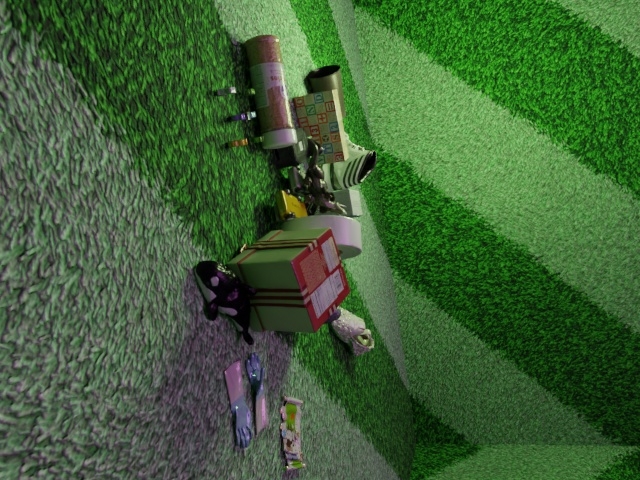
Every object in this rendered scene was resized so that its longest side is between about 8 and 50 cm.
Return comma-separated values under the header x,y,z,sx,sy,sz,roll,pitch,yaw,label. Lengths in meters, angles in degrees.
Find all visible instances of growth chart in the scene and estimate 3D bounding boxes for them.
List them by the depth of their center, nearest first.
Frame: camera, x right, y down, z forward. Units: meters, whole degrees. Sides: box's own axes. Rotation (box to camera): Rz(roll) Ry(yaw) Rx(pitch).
x,y,z,sx,sy,sz,roll,pitch,yaw,label
-0.091,0.628,1.561,0.172,0.021,0.237,36,49,-65,growth chart

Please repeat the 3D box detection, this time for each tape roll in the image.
x,y,z,sx,sy,sz,roll,pitch,yaw,label
0.000,0.000,1.660,0.286,0.287,0.100,34,51,-67,tape roll

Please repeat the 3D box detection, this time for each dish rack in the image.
x,y,z,sx,sy,sz,roll,pitch,yaw,label
-0.029,-0.021,1.915,0.208,0.074,0.271,-66,145,-56,dish rack

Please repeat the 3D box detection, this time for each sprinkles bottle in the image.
x,y,z,sx,sy,sz,roll,pitch,yaw,label
-0.166,-0.490,1.600,0.121,0.122,0.354,-30,111,-71,sprinkles bottle

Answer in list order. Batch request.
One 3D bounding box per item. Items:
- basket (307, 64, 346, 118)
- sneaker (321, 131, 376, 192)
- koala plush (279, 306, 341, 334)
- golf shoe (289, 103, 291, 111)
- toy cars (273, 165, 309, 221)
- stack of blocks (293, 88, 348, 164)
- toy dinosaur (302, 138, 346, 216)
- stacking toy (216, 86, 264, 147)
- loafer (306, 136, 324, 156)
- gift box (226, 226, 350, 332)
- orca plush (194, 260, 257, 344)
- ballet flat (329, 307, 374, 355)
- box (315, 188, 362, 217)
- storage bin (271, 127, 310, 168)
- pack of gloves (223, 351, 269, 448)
x,y,z,sx,sy,sz,roll,pitch,yaw,label
0.038,-0.688,2.269,0.204,0.155,0.226,-69,151,-54,basket
0.149,-0.429,2.318,0.169,0.258,0.446,56,31,-54,sneaker
-0.048,0.185,1.628,0.196,0.204,0.221,21,51,-70,koala plush
-0.137,-0.454,1.748,0.094,0.077,0.198,57,32,-54,golf shoe
-0.102,-0.157,1.732,0.393,0.087,0.176,-75,143,-59,toy cars
0.006,-0.478,2.042,0.087,0.171,0.296,-54,134,-65,stack of blocks
-0.015,-0.211,1.762,0.160,0.121,0.313,-58,123,-82,toy dinosaur
-0.238,-0.376,1.460,0.221,0.052,0.166,-50,132,-69,stacking toy
-0.054,-0.376,1.884,0.062,0.170,0.061,-54,136,-10,loafer
-0.085,0.111,1.383,0.276,0.259,0.254,-35,116,-53,gift box
-0.213,0.157,1.233,0.151,0.102,0.287,-68,146,-56,orca plush
0.160,0.417,2.233,0.408,0.147,0.146,57,31,-52,ballet flat
0.073,-0.150,2.102,0.181,0.182,0.118,-8,89,-72,box
-0.110,-0.344,1.775,0.180,0.085,0.121,-50,130,-65,storage bin
-0.183,0.433,1.313,0.195,0.046,0.231,-19,101,-73,pack of gloves
